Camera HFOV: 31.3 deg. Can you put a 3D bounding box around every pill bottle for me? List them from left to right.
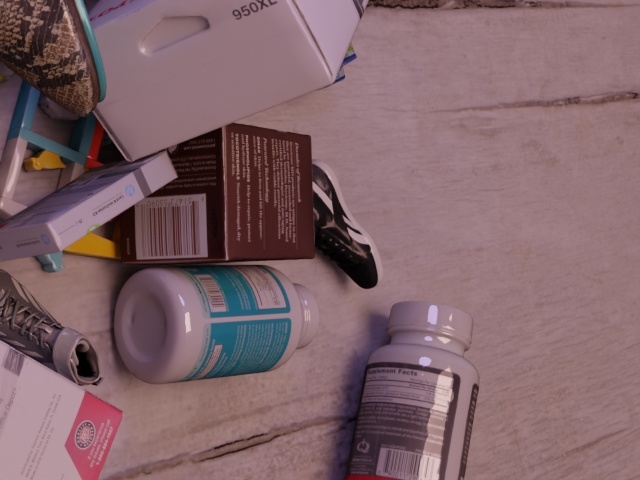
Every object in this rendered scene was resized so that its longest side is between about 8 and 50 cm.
[{"bbox_3d":[-0.124,0.104,1.482,0.264,0.146,0.146,1,85,-46],"label":"pill bottle"},{"bbox_3d":[0.144,0.260,1.726,0.176,0.176,0.318,29,66,-41],"label":"pill bottle"}]

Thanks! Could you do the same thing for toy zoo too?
[{"bbox_3d":[-0.296,-0.100,1.408,0.192,0.030,0.293,25,68,-42],"label":"toy zoo"}]

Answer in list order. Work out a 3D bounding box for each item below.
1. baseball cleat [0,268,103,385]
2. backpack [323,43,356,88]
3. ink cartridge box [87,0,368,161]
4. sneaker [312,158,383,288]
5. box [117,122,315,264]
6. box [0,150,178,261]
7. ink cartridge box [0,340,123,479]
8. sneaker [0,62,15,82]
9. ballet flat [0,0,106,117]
[{"bbox_3d":[-0.324,0.094,1.299,0.206,0.109,0.072,45,60,-31],"label":"baseball cleat"},{"bbox_3d":[-0.007,-0.264,1.672,0.105,0.114,0.084,-32,109,-45],"label":"backpack"},{"bbox_3d":[-0.100,-0.293,1.368,0.166,0.286,0.395,59,28,-25],"label":"ink cartridge box"},{"bbox_3d":[0.000,0.000,1.684,0.121,0.079,0.216,-39,105,-38],"label":"sneaker"},{"bbox_3d":[-0.129,-0.055,1.450,0.203,0.169,0.166,0,88,-59],"label":"box"},{"bbox_3d":[-0.274,-0.039,1.296,0.186,0.145,0.038,-37,111,-43],"label":"box"},{"bbox_3d":[-0.378,0.215,1.221,0.283,0.117,0.207,40,59,-37],"label":"ink cartridge box"},{"bbox_3d":[-0.442,-0.314,1.198,0.384,0.145,0.147,48,52,-30],"label":"sneaker"},{"bbox_3d":[-0.349,-0.346,1.119,0.182,0.164,0.482,-15,101,-27],"label":"ballet flat"}]
